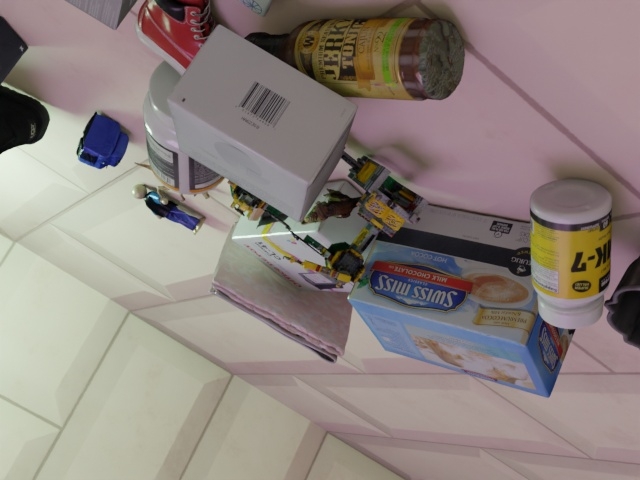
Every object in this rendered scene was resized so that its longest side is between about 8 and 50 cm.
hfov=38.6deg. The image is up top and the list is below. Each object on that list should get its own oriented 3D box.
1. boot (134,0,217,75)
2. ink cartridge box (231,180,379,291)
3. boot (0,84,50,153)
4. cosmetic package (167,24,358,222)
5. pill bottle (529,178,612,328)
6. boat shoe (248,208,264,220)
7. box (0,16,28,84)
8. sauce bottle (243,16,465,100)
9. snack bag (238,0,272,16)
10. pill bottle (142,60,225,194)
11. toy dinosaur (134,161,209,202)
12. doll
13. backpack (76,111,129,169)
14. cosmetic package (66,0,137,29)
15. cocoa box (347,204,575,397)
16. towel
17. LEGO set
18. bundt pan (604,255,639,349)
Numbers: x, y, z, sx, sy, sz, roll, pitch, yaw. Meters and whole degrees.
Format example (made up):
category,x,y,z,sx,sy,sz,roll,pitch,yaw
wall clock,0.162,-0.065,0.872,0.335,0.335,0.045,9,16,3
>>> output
category,x,y,z,sx,sy,sz,roll,pitch,yaw
boot,-0.168,-0.308,1.415,0.244,0.088,0.176,35,156,-11
ink cartridge box,0.000,0.000,1.867,0.226,0.131,0.306,39,154,-29
boot,-0.828,-0.239,1.882,0.367,0.445,0.146,14,115,9
cosmetic package,-0.084,-0.160,1.316,0.224,0.138,0.224,31,166,2
pill bottle,0.380,0.022,1.388,0.119,0.119,0.208,12,127,32
boat shoe,-0.094,-0.092,1.802,0.059,0.063,0.170,21,136,-13
box,-0.693,-0.359,1.797,0.158,0.156,0.093,13,153,31
sauce bottle,0.029,-0.253,1.274,0.344,0.111,0.111,8,152,39
snack bag,-0.156,-0.446,1.147,0.323,0.037,0.342,31,158,-11
pill bottle,-0.232,-0.203,1.623,0.162,0.162,0.278,26,158,2
toy dinosaur,-0.336,-0.138,2.066,0.183,0.053,0.092,23,144,-11
doll,-0.378,-0.077,2.238,0.189,0.046,0.129,30,157,-11
backpack,-0.478,-0.203,1.991,0.101,0.098,0.120,29,158,-17
cosmetic package,-0.363,-0.427,1.307,0.238,0.127,0.107,31,158,-7
cocoa box,0.270,0.102,1.653,0.347,0.228,0.231,13,155,31
towel,-0.078,0.107,2.044,0.332,0.317,0.053,31,115,-9
LEGO set,0.015,-0.068,1.516,0.331,0.255,0.192,46,-179,-16
bundt pan,0.616,0.101,1.400,0.331,0.124,0.331,23,159,9
